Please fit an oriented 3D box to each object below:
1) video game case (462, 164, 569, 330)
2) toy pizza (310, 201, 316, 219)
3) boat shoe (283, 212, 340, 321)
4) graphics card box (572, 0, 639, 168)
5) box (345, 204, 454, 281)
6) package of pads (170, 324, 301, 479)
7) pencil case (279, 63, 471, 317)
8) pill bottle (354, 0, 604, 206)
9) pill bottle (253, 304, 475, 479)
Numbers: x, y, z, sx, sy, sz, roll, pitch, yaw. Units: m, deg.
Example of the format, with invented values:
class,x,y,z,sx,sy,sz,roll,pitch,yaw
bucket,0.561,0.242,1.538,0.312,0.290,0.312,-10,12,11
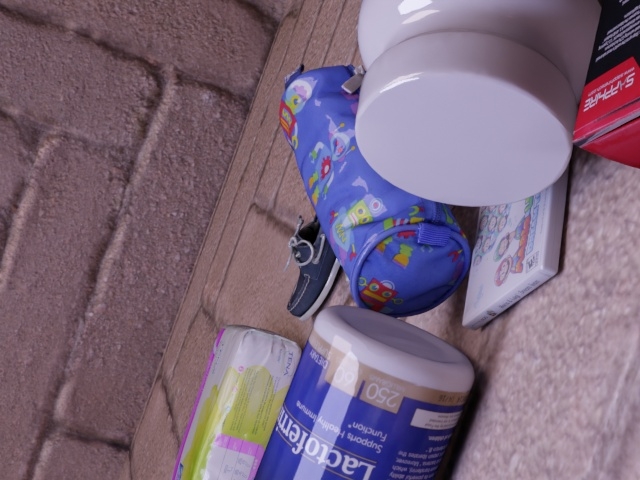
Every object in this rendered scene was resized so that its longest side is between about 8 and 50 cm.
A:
class,x,y,z,sx,sy,sz,roll,pitch,yaw
video game case,0.175,-0.013,0.990,0.143,0.019,0.157,132,155,-58
toy pizza,0.020,-0.126,1.738,0.201,0.032,0.201,-161,90,-76
boat shoe,0.000,0.000,1.541,0.095,0.079,0.254,-93,25,-57
graphics card box,0.288,-0.243,0.701,0.233,0.094,0.370,149,137,-70
box,0.124,-0.119,1.269,0.322,0.058,0.232,126,158,-48
package of pads,-0.132,0.273,1.646,0.229,0.101,0.296,171,117,-75
pencil case,0.049,-0.064,1.137,0.133,0.119,0.306,-65,32,35
pill bottle,0.147,-0.224,0.958,0.210,0.210,0.363,129,158,-56
pill bottle,0.025,0.205,1.004,0.153,0.153,0.264,-128,57,-74
